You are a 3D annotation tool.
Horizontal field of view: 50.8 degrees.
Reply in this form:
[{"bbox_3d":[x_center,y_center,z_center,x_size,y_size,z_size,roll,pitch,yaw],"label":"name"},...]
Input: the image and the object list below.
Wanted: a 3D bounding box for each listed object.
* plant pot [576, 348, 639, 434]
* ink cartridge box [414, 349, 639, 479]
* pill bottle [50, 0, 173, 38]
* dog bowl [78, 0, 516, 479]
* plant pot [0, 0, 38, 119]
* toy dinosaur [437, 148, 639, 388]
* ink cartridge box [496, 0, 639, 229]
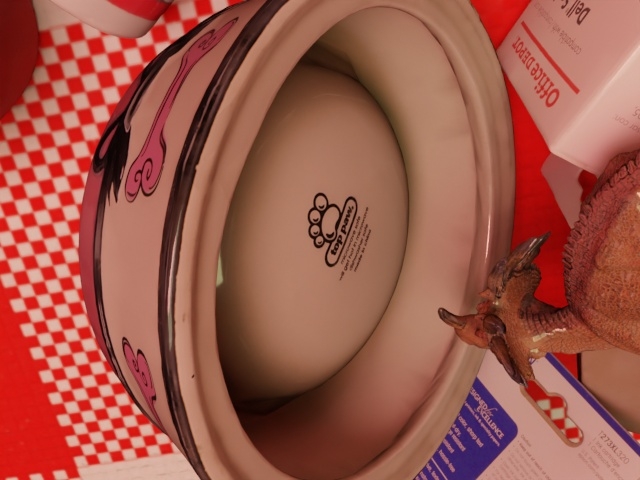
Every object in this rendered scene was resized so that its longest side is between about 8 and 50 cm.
[{"bbox_3d":[0.376,0.065,0.596,0.280,0.323,0.323,0,113,20],"label":"plant pot"},{"bbox_3d":[0.129,0.267,0.635,0.069,0.176,0.371,19,114,-41],"label":"ink cartridge box"},{"bbox_3d":[-0.109,-0.323,0.489,0.176,0.176,0.318,40,107,-14],"label":"pill bottle"},{"bbox_3d":[0.000,0.000,0.525,0.150,0.408,0.408,12,118,38],"label":"dog bowl"},{"bbox_3d":[-0.364,-0.159,0.524,0.274,0.243,0.275,0,113,0],"label":"plant pot"},{"bbox_3d":[0.199,0.009,0.436,0.200,0.127,0.296,15,123,4],"label":"toy dinosaur"},{"bbox_3d":[0.253,-0.169,0.502,0.119,0.207,0.353,23,121,-14],"label":"ink cartridge box"}]
